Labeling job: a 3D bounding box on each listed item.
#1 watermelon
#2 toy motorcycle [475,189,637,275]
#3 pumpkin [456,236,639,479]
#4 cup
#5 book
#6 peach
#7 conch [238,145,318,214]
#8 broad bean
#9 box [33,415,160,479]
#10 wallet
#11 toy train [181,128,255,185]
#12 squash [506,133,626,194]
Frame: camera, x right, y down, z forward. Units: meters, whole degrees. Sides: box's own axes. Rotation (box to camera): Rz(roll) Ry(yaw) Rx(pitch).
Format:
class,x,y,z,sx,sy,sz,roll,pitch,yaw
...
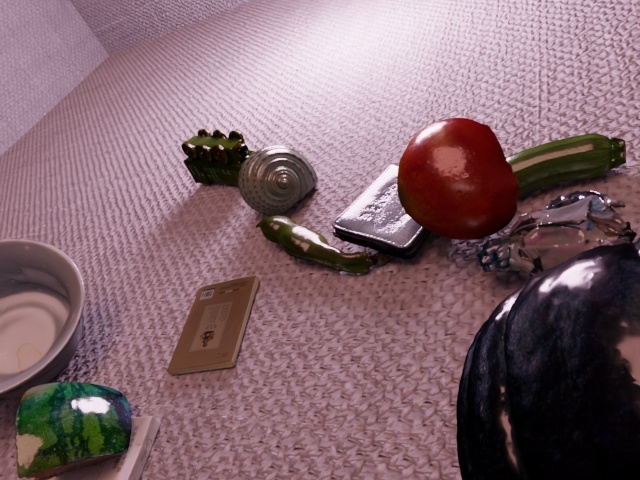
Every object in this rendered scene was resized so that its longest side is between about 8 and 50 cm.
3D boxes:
class,x,y,z,sx,sy,sz,roll,pitch,yaw
watermelon,-0.384,0.279,0.829,0.146,0.128,0.231,-16,33,-13
toy motorcycle,0.319,0.019,0.698,0.204,0.108,0.239,-19,13,7
pumpkin,0.278,0.147,0.364,0.363,0.363,0.266,-9,55,26
cup,-0.637,0.182,1.045,0.347,0.163,0.347,2,54,-3
book,-0.194,0.153,0.951,0.138,0.016,0.198,-12,40,22
peach,0.218,-0.093,0.790,0.192,0.190,0.190,15,55,32
conch,-0.109,-0.146,1.141,0.172,0.131,0.200,-42,40,-14
broad bean,-0.006,0.005,0.970,0.318,0.056,0.098,14,36,32
box,-0.361,0.344,0.835,0.198,0.029,0.109,-11,41,22
wallet,0.141,-0.060,0.929,0.167,0.036,0.222,19,52,36
toy train,-0.255,-0.205,1.304,0.225,0.137,0.090,13,50,37
squash,0.378,-0.123,0.842,0.219,0.068,0.077,-13,58,20
